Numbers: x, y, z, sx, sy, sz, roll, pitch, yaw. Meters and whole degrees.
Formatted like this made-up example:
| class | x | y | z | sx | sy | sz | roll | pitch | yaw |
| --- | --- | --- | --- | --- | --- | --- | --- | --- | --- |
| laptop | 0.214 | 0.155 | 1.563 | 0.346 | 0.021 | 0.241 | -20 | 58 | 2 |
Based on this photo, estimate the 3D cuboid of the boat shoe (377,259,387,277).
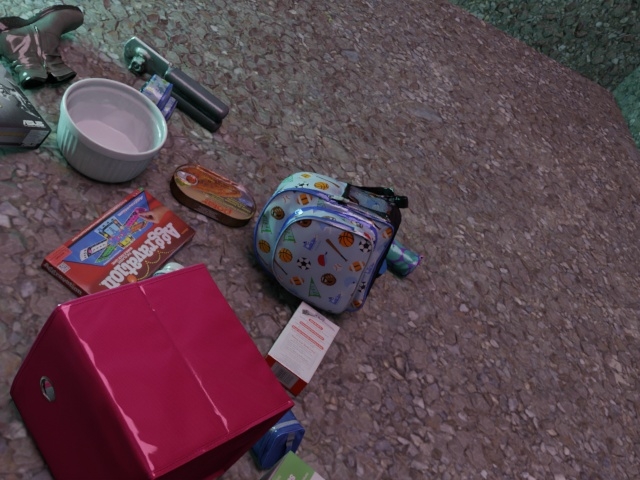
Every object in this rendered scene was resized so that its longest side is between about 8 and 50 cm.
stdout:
| class | x | y | z | sx | sy | sz | roll | pitch | yaw |
| --- | --- | --- | --- | --- | --- | --- | --- | --- | --- |
| boat shoe | 0.039 | -0.012 | 1.660 | 0.258 | 0.089 | 0.109 | 48 | 32 | -3 |

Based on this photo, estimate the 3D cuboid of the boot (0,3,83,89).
| class | x | y | z | sx | sy | sz | roll | pitch | yaw |
| --- | --- | --- | --- | --- | --- | --- | --- | --- | --- |
| boot | -0.570 | -0.402 | 1.594 | 0.161 | 0.083 | 0.246 | 52 | 41 | 0 |

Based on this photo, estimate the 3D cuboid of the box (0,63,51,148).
| class | x | y | z | sx | sy | sz | roll | pitch | yaw |
| --- | --- | --- | --- | --- | --- | --- | --- | --- | --- |
| box | -0.624 | -0.249 | 1.346 | 0.183 | 0.056 | 0.231 | 51 | 21 | 12 |

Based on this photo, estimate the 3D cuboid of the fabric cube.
| class | x | y | z | sx | sy | sz | roll | pitch | yaw |
| --- | --- | --- | --- | --- | --- | --- | --- | --- | --- |
| fabric cube | -0.247 | 0.229 | 1.081 | 0.259 | 0.254 | 0.258 | -17 | 66 | -46 |

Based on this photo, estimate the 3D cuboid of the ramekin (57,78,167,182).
| class | x | y | z | sx | sy | sz | roll | pitch | yaw |
| --- | --- | --- | --- | --- | --- | --- | --- | --- | --- |
| ramekin | -0.418 | -0.210 | 1.484 | 0.207 | 0.109 | 0.207 | 22 | 42 | -21 |

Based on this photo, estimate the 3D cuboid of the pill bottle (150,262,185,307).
| class | x | y | z | sx | sy | sz | roll | pitch | yaw |
| --- | --- | --- | --- | --- | --- | --- | --- | --- | --- |
| pill bottle | -0.279 | 0.095 | 1.330 | 0.067 | 0.067 | 0.120 | 33 | 40 | -7 |

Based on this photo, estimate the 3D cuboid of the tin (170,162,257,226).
| class | x | y | z | sx | sy | sz | roll | pitch | yaw |
| --- | --- | --- | --- | --- | --- | --- | --- | --- | --- |
| tin | -0.225 | -0.093 | 1.580 | 0.189 | 0.040 | 0.106 | 26 | 37 | -15 |

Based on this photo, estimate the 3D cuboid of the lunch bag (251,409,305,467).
| class | x | y | z | sx | sy | sz | roll | pitch | yaw |
| --- | --- | --- | --- | --- | --- | --- | --- | --- | --- |
| lunch bag | -0.073 | 0.331 | 1.243 | 0.067 | 0.099 | 0.065 | -2 | 36 | -37 |

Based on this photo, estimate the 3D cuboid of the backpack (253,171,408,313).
| class | x | y | z | sx | sy | sz | roll | pitch | yaw |
| --- | --- | --- | --- | --- | --- | --- | --- | --- | --- |
| backpack | 0.000 | 0.000 | 1.500 | 0.263 | 0.277 | 0.213 | 26 | 24 | 8 |

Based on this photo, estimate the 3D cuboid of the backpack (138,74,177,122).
| class | x | y | z | sx | sy | sz | roll | pitch | yaw |
| --- | --- | --- | --- | --- | --- | --- | --- | --- | --- |
| backpack | -0.355 | -0.289 | 1.604 | 0.084 | 0.114 | 0.105 | 28 | 39 | -13 |

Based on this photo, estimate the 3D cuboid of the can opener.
| class | x | y | z | sx | sy | sz | roll | pitch | yaw |
| --- | --- | --- | --- | --- | --- | --- | --- | --- | --- |
| can opener | -0.329 | -0.372 | 1.737 | 0.283 | 0.076 | 0.095 | 37 | 40 | -4 |

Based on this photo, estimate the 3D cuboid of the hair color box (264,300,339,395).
| class | x | y | z | sx | sy | sz | roll | pitch | yaw |
| --- | --- | --- | --- | --- | --- | --- | --- | --- | --- |
| hair color box | -0.039 | 0.202 | 1.425 | 0.093 | 0.053 | 0.167 | 37 | 40 | 0 |

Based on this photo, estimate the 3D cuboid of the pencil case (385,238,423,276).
| class | x | y | z | sx | sy | sz | roll | pitch | yaw |
| --- | --- | --- | --- | --- | --- | --- | --- | --- | --- |
| pencil case | 0.161 | 0.017 | 1.750 | 0.151 | 0.064 | 0.070 | 40 | 64 | 1 |

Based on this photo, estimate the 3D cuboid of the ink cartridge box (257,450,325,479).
| class | x | y | z | sx | sy | sz | roll | pitch | yaw |
| --- | --- | --- | --- | --- | --- | --- | --- | --- | --- |
| ink cartridge box | -0.017 | 0.444 | 1.123 | 0.219 | 0.160 | 0.092 | 40 | 40 | 2 |

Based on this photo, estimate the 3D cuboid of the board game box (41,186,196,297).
| class | x | y | z | sx | sy | sz | roll | pitch | yaw |
| --- | --- | --- | --- | --- | --- | --- | --- | --- | --- |
| board game box | -0.360 | 0.013 | 1.379 | 0.145 | 0.027 | 0.281 | 40 | 39 | -1 |
